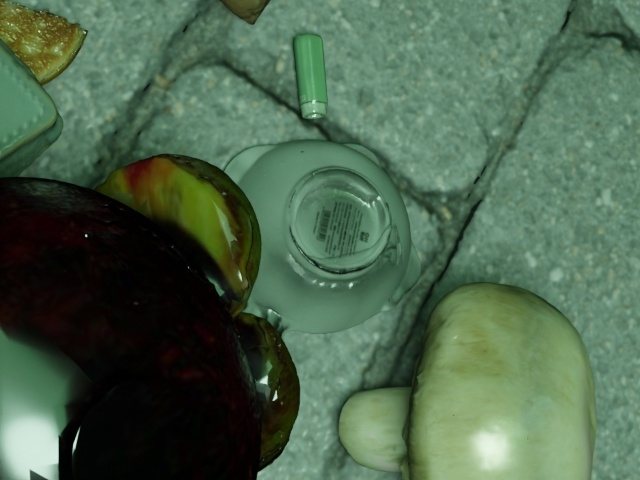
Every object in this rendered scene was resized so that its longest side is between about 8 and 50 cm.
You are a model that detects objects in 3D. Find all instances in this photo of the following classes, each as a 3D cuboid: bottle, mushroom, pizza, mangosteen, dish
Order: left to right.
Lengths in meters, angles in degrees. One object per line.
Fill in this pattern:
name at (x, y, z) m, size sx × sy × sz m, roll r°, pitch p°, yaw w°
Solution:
pizza at (-0.269, -0.186, 1.188) m, size 0.099 × 0.029 × 0.100 m, roll -11°, pitch 84°, yaw -27°
mangosteen at (-0.198, 0.126, 0.955) m, size 0.421 × 0.381 × 0.381 m, roll -20°, pitch 85°, yaw -26°
bottle at (-0.009, -0.165, 1.260) m, size 0.030 × 0.030 × 0.083 m, roll -2°, pitch 80°, yaw -18°
dish at (0.000, 0.000, 1.202) m, size 0.224 × 0.078 × 0.246 m, roll 34°, pitch 71°, yaw -9°
mushroom at (0.132, 0.165, 1.145) m, size 0.234 × 0.260 × 0.254 m, roll -1°, pitch 86°, yaw 19°

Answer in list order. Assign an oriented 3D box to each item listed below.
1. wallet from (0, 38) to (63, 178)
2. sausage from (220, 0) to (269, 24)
wallet at (-0.414, -0.072, 1.071) m, size 0.360 × 0.083 × 0.252 m, roll -39°, pitch 74°, yaw -20°
sausage at (-0.117, -0.341, 1.217) m, size 0.253 × 0.123 × 0.123 m, roll 46°, pitch 69°, yaw -4°
